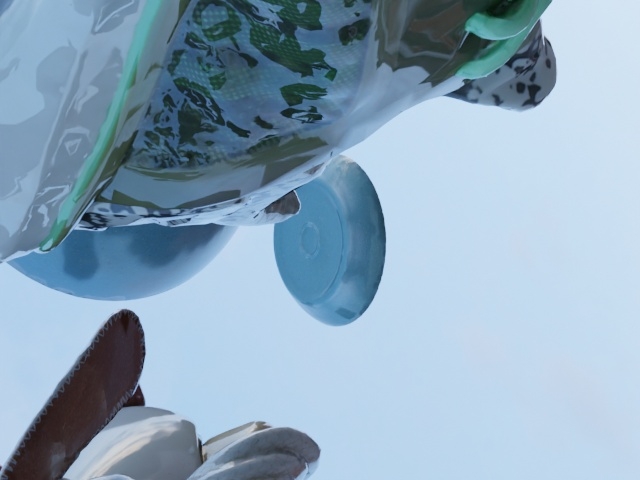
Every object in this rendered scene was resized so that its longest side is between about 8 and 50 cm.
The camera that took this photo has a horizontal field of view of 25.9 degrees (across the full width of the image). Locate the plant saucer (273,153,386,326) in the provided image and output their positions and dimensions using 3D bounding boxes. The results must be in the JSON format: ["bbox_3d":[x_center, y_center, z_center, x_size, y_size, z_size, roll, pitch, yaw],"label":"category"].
[{"bbox_3d":[0.000,0.000,0.951,0.021,0.119,0.119,-3,-97,-36],"label":"plant saucer"}]

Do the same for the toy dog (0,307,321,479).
[{"bbox_3d":[-0.123,0.105,0.666,0.333,0.220,0.161,87,161,-69],"label":"toy dog"}]

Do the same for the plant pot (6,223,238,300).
[{"bbox_3d":[-0.160,-0.114,1.198,0.290,0.195,0.290,10,-113,-25],"label":"plant pot"}]

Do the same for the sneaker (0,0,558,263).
[{"bbox_3d":[0.010,-0.098,0.387,0.182,0.410,0.158,9,-111,-29],"label":"sneaker"}]

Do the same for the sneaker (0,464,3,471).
[{"bbox_3d":[-0.270,0.247,1.209,0.276,0.098,0.135,90,-161,-52],"label":"sneaker"}]
